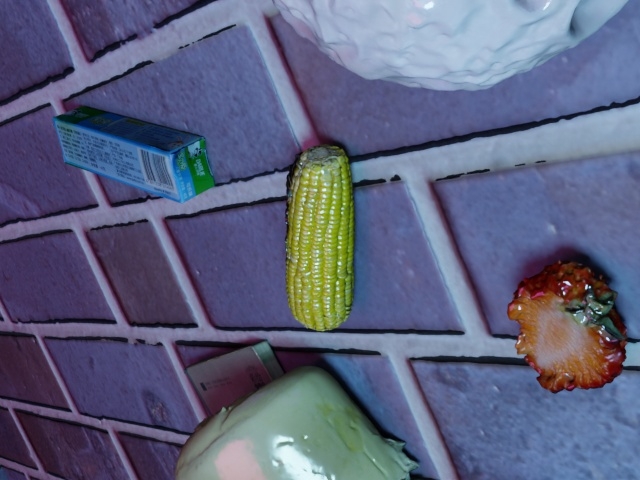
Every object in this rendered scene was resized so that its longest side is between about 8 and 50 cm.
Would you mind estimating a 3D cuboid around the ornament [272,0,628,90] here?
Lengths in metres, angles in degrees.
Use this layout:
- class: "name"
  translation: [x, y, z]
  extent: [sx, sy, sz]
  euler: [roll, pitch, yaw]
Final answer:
- class: "ornament"
  translation: [0.080, -0.207, 0.600]
  extent: [0.225, 0.259, 0.259]
  euler: [47, 145, 19]

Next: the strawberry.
- class: "strawberry"
  translation: [0.197, 0.069, 0.852]
  extent: [0.104, 0.048, 0.152]
  euler: [43, 158, 12]

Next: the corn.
- class: "corn"
  translation: [0.000, 0.000, 1.040]
  extent: [0.072, 0.072, 0.203]
  euler: [32, 137, 35]

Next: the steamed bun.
- class: "steamed bun"
  translation: [-0.038, 0.274, 1.191]
  extent: [0.273, 0.166, 0.232]
  euler: [-35, 88, 47]

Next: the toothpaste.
- class: "toothpaste"
  translation: [-0.226, -0.106, 1.273]
  extent: [0.266, 0.050, 0.065]
  euler: [18, 130, 46]

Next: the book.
- class: "book"
  translation: [-0.057, 0.265, 1.364]
  extent: [0.215, 0.025, 0.283]
  euler: [-26, 95, 55]
